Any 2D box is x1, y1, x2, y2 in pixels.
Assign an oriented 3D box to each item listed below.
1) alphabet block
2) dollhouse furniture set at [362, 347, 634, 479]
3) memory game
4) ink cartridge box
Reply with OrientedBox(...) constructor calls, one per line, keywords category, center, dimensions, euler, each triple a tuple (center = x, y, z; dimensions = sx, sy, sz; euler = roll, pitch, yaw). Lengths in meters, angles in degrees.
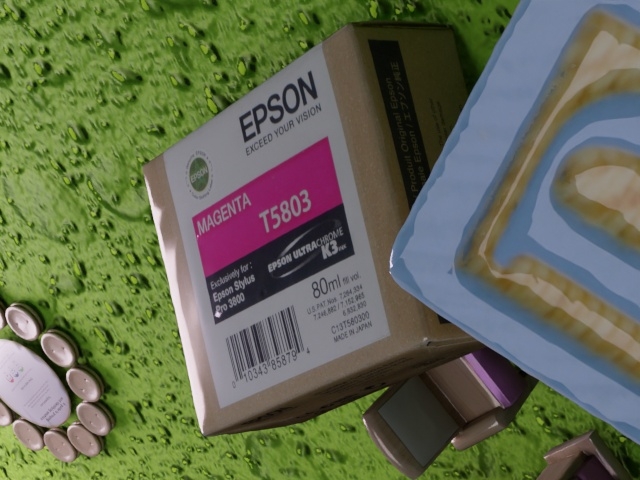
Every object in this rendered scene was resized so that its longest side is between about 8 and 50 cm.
OrientedBox(category="alphabet block", center=(0.177, -0.039, 0.738), dimensions=(0.192, 0.197, 0.193), euler=(34, 121, 10))
OrientedBox(category="dollhouse furniture set", center=(0.197, 0.145, 0.892), dimensions=(0.286, 0.198, 0.303), euler=(52, 137, -2))
OrientedBox(category="memory game", center=(-0.259, 0.123, 1.383), dimensions=(0.186, 0.012, 0.186), euler=(20, 133, 23))
OrientedBox(category="ink cartridge box", center=(0.000, 0.000, 0.958), dimensions=(0.234, 0.088, 0.193), euler=(-29, 71, 48))
